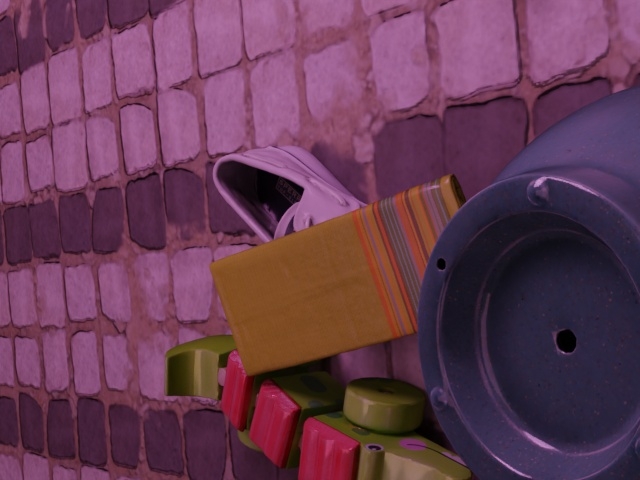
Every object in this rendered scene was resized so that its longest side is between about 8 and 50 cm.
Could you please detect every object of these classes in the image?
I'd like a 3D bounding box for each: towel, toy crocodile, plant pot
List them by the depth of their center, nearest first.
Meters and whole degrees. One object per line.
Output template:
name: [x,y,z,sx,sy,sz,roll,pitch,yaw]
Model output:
plant pot: [0.179,0.047,0.612,0.293,0.196,0.292,4,96,50]
towel: [0.020,0.032,0.850,0.237,0.021,0.102,-19,88,34]
toy crocodile: [-0.008,0.152,0.922,0.341,0.105,0.115,28,114,46]

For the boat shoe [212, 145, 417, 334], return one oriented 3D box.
boat shoe: [0.000,0.000,0.915,0.258,0.084,0.095,35,118,43]
